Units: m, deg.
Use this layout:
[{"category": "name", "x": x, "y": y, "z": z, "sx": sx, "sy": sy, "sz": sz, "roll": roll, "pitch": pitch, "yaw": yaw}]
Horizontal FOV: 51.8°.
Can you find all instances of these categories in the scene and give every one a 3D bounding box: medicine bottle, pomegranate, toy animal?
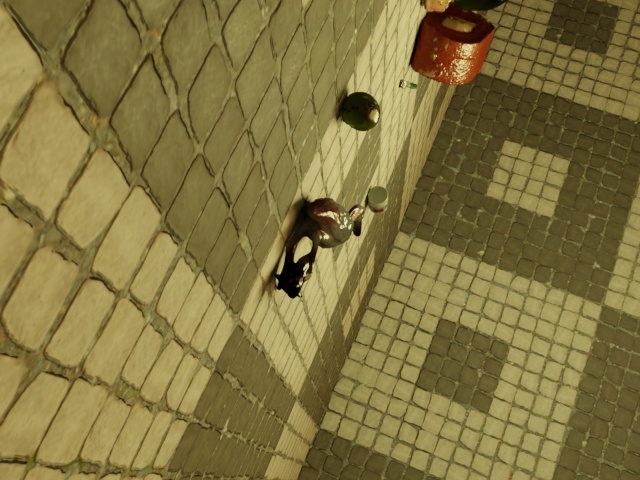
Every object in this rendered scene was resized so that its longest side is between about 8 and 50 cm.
[{"category": "medicine bottle", "x": 0.166, "y": -0.116, "z": 1.898, "sx": 0.091, "sy": 0.058, "sz": 0.058, "roll": 70, "pitch": 41, "yaw": -73}, {"category": "pomegranate", "x": 0.075, "y": -0.231, "z": 1.209, "sx": 0.084, "sy": 0.073, "sz": 0.073, "roll": 83, "pitch": 29, "yaw": -67}, {"category": "toy animal", "x": 0.013, "y": -0.022, "z": 1.240, "sx": 0.324, "sy": 0.090, "sz": 0.195, "roll": -42, "pitch": 158, "yaw": -49}]

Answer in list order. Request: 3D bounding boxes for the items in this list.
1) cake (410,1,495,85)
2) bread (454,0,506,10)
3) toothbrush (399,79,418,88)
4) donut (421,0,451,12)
[{"category": "cake", "x": 0.364, "y": -0.536, "z": 1.789, "sx": 0.283, "sy": 0.177, "sz": 0.150, "roll": -54, "pitch": 161, "yaw": -50}, {"category": "bread", "x": 0.361, "y": -0.635, "z": 1.409, "sx": 0.251, "sy": 0.208, "sz": 0.376, "roll": 62, "pitch": 31, "yaw": -13}, {"category": "toothbrush", "x": 0.247, "y": -0.430, "z": 1.829, "sx": 0.257, "sy": 0.018, "sz": 0.024, "roll": -38, "pitch": 149, "yaw": -70}, {"category": "donut", "x": 0.293, "y": -0.612, "z": 1.604, "sx": 0.117, "sy": 0.065, "sz": 0.166, "roll": 91, "pitch": 24, "yaw": -58}]
